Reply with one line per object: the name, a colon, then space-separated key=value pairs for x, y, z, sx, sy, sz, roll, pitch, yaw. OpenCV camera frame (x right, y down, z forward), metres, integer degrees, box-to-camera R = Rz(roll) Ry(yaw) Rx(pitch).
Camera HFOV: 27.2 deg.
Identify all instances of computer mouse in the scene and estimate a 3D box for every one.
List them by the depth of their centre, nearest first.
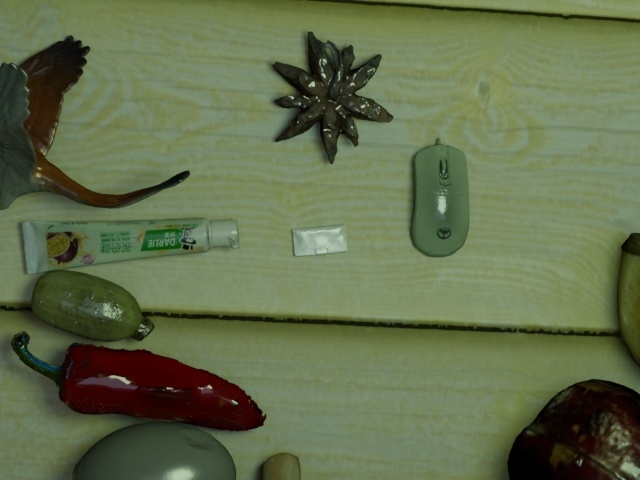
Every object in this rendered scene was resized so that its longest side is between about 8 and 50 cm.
computer mouse: x=0.183 y=-0.064 z=1.989 sx=0.089 sy=0.056 sz=0.181 roll=-1 pitch=92 yaw=-11

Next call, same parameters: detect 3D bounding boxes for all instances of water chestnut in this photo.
water chestnut: x=0.406 y=0.390 z=1.901 sx=0.347 sy=0.335 sz=0.335 roll=-44 pitch=97 yaw=-17

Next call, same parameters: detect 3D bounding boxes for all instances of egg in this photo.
egg: x=-0.236 y=0.347 z=1.898 sx=0.232 sy=0.176 sz=0.176 roll=-11 pitch=94 yaw=9

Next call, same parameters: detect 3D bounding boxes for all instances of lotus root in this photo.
lotus root: x=-0.329 y=0.100 z=1.927 sx=0.183 sy=0.077 sz=0.090 roll=21 pitch=91 yaw=-6

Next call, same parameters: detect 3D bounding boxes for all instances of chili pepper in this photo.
chili pepper: x=-0.264 y=0.214 z=1.933 sx=0.388 sy=0.110 sz=0.110 roll=12 pitch=92 yaw=-10

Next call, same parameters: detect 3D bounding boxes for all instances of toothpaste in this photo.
toothpaste: x=-0.277 y=-0.002 z=1.946 sx=0.314 sy=0.056 sz=0.058 roll=-5 pitch=53 yaw=-3

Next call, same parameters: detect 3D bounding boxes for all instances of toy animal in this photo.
toy animal: x=-0.388 y=-0.103 z=1.893 sx=0.302 sy=0.225 sz=0.284 roll=-40 pitch=100 yaw=18

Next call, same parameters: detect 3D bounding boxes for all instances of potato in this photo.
potato: x=0.568 y=0.123 z=1.969 sx=0.285 sy=0.242 sz=0.242 roll=12 pitch=92 yaw=-22

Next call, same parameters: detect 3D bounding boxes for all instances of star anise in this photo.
star anise: x=0.017 y=-0.206 z=1.958 sx=0.195 sy=0.065 sz=0.182 roll=14 pitch=93 yaw=-11

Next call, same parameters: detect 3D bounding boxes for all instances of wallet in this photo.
wallet: x=0.000 y=0.000 z=1.993 sx=0.083 sy=0.011 sz=0.044 roll=-4 pitch=94 yaw=-7

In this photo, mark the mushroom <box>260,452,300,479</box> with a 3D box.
mushroom: x=-0.060 y=0.420 z=1.937 sx=0.207 sy=0.207 sz=0.215 roll=7 pitch=58 yaw=-7
